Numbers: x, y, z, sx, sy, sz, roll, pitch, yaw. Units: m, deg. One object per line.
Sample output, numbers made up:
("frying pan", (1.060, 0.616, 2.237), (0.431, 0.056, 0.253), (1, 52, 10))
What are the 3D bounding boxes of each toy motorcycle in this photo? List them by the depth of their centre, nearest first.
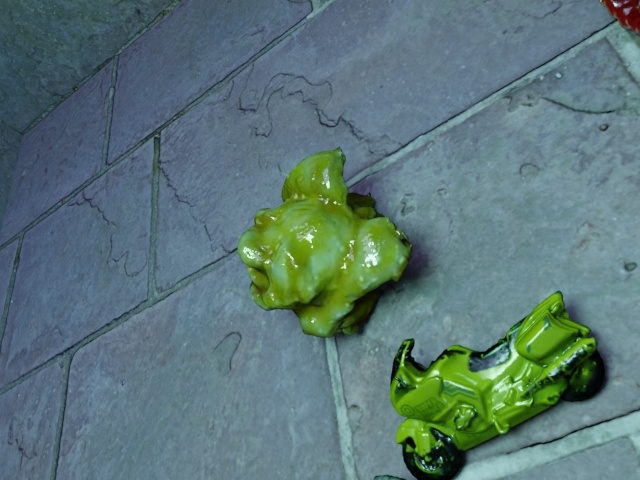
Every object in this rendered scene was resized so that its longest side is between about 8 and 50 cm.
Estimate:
("toy motorcycle", (0.236, 0.204, 0.932), (0.342, 0.142, 0.206), (-37, 84, 17))

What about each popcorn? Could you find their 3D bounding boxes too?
("popcorn", (-0.006, -0.004, 1.152), (0.289, 0.326, 0.321), (-10, 29, -5))

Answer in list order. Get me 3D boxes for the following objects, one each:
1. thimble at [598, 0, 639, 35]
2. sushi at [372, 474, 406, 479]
("thimble", (0.548, -0.448, 1.054), (0.125, 0.163, 0.190), (-36, 52, 14))
("sushi", (0.095, 0.455, 0.909), (0.147, 0.115, 0.213), (6, 67, 39))
